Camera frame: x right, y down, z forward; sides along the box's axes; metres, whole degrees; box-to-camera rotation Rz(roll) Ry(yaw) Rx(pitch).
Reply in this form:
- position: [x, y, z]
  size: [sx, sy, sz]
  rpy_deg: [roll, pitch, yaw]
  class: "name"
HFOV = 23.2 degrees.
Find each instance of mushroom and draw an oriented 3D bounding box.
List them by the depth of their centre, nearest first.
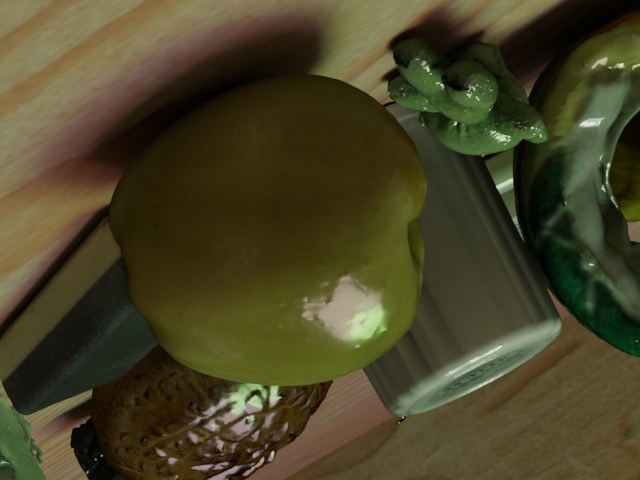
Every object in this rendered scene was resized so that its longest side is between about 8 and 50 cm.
- position: [-0.094, 0.137, 1.462]
  size: [0.253, 0.153, 0.253]
  rpy_deg: [-30, 158, -14]
  class: "mushroom"

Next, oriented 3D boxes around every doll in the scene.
- position: [0.102, -0.104, 1.058]
  size: [0.115, 0.077, 0.150]
  rpy_deg: [15, 176, 20]
  class: "doll"

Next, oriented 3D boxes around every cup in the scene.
- position: [0.081, 0.019, 1.211]
  size: [0.167, 0.202, 0.221]
  rpy_deg: [-30, 165, 10]
  class: "cup"

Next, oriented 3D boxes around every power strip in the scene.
- position: [-0.148, 0.044, 1.141]
  size: [0.105, 0.070, 0.257]
  rpy_deg: [-21, 169, -39]
  class: "power strip"

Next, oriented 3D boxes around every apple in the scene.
- position: [-0.023, -0.003, 0.932]
  size: [0.200, 0.200, 0.200]
  rpy_deg: [-27, 168, -6]
  class: "apple"

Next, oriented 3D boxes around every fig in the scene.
- position: [0.264, -0.085, 1.380]
  size: [0.166, 0.144, 0.154]
  rpy_deg: [-24, -153, 22]
  class: "fig"

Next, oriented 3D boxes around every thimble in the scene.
- position: [0.276, -0.050, 1.179]
  size: [0.254, 0.288, 0.167]
  rpy_deg: [-3, -171, 2]
  class: "thimble"

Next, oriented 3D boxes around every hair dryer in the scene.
- position: [0.172, -0.061, 1.514]
  size: [0.063, 0.037, 0.124]
  rpy_deg: [-27, 176, 3]
  class: "hair dryer"

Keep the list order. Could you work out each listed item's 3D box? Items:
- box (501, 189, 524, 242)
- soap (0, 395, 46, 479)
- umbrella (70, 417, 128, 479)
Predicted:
- position: [0.218, -0.018, 1.751]
  size: [0.265, 0.048, 0.273]
  rpy_deg: [-35, 165, 31]
  class: "box"
- position: [-0.360, 0.251, 1.350]
  size: [0.261, 0.150, 0.094]
  rpy_deg: [-28, 174, -1]
  class: "soap"
- position: [-0.099, 0.169, 1.658]
  size: [0.337, 0.128, 0.154]
  rpy_deg: [-28, 164, -12]
  class: "umbrella"
